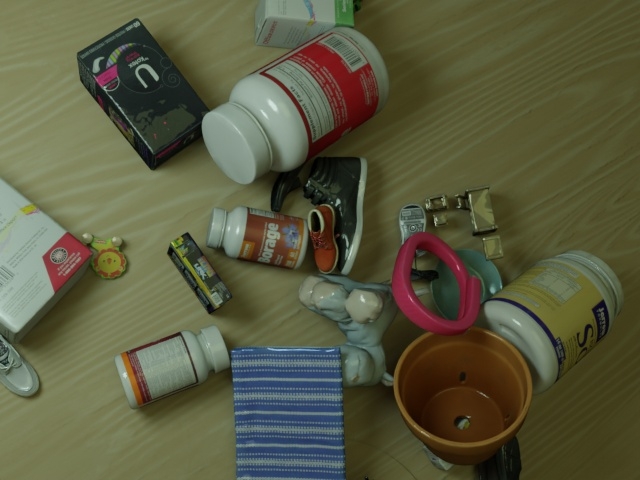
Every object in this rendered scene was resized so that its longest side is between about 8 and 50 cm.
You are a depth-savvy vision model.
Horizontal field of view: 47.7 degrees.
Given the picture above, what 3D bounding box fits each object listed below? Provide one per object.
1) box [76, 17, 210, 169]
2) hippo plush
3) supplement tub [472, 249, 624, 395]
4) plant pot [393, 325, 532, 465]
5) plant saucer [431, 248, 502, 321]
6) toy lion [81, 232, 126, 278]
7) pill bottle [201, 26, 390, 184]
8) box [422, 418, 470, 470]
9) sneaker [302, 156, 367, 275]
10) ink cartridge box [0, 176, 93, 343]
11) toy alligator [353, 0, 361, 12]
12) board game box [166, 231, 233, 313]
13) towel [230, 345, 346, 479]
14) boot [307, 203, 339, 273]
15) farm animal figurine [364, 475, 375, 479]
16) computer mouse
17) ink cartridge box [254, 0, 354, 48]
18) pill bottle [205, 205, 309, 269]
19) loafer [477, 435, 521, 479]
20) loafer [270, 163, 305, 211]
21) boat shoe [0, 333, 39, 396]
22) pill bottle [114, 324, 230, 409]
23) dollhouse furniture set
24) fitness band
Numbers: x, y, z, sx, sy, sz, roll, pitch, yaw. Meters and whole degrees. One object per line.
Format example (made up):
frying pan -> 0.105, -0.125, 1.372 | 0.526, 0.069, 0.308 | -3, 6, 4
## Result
box -> -0.390, -0.320, 1.605 | 0.165, 0.143, 0.270 | -39, 93, -18
hippo plush -> 0.066, 0.208, 1.637 | 0.294, 0.234, 0.237 | 0, 99, -57
supplement tub -> 0.534, 0.185, 1.708 | 0.331, 0.241, 0.241 | -30, 89, -30
plant pot -> 0.313, 0.364, 1.600 | 0.290, 0.204, 0.291 | -6, 48, 6
plant saucer -> 0.356, 0.119, 1.792 | 0.194, 0.037, 0.195 | 3, 80, -16
toy lion -> -0.473, 0.035, 1.578 | 0.100, 0.034, 0.096 | 8, 86, -14
pill bottle -> -0.054, -0.298, 1.620 | 0.407, 0.229, 0.229 | -37, 91, -29
box -> 0.387, 0.422, 1.730 | 0.324, 0.067, 0.063 | -35, 91, -20
sneaker -> 0.024, -0.067, 1.703 | 0.146, 0.104, 0.296 | 9, 73, -11
ink cartridge box -> -0.653, 0.023, 1.457 | 0.306, 0.131, 0.226 | 40, 61, -4
toy alligator -> 0.037, -0.592, 1.821 | 0.189, 0.056, 0.052 | -13, 84, -18
board game box -> -0.263, 0.074, 1.569 | 0.048, 0.141, 0.170 | -35, 91, -17
towel -> -0.070, 0.392, 1.535 | 0.243, 0.040, 0.336 | -1, 94, 10
boot -> 0.000, 0.000, 1.616 | 0.059, 0.084, 0.158 | -2, 96, 20
farm animal figurine -> 0.073, 0.688, 1.539 | 0.330, 0.172, 0.327 | -43, 112, -5
computer mouse -> 0.232, 0.005, 1.768 | 0.105, 0.042, 0.193 | -3, 77, 14
ink cartridge box -> -0.043, -0.530, 1.736 | 0.212, 0.154, 0.093 | 0, 80, -16
pill bottle -> -0.143, -0.010, 1.630 | 0.216, 0.121, 0.121 | 11, 77, -13
loafer -> 0.419, 0.603, 1.707 | 0.109, 0.095, 0.303 | 5, 82, -46
loafer -> -0.071, -0.141, 1.707 | 0.061, 0.062, 0.170 | 22, 76, -16
boat shoe -> -0.642, 0.240, 1.472 | 0.066, 0.063, 0.184 | -33, 90, -19
pill bottle -> -0.312, 0.262, 1.531 | 0.221, 0.121, 0.121 | -19, 86, -18
dollhouse furniture set -> 0.356, -0.030, 1.810 | 0.160, 0.101, 0.182 | -10, 83, 7
fitness band -> 0.260, 0.096, 1.613 | 0.209, 0.054, 0.291 | 33, 37, -10
